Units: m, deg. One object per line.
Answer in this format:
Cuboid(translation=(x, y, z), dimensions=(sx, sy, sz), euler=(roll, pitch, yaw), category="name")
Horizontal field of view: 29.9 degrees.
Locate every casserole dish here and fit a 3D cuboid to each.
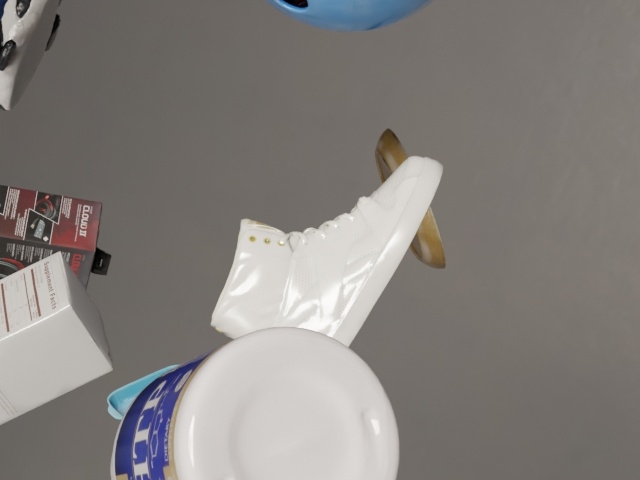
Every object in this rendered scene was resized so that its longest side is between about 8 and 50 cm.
Cuboid(translation=(-0.283, 0.280, 2.103), dimensions=(0.188, 0.037, 0.114), euler=(-23, 34, -33), category="casserole dish")

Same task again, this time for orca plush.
Cuboid(translation=(-0.407, -0.307, 1.560), dimensions=(0.102, 0.287, 0.151), euler=(29, 48, 0), category="orca plush")

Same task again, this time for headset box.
Cuboid(translation=(-0.515, 0.012, 2.103), dimensions=(0.293, 0.218, 0.110), euler=(10, 56, -14), category="headset box")

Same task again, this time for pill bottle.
Cuboid(translation=(-0.047, 0.114, 0.627), dimensions=(0.112, 0.112, 0.186), euler=(14, -19, -20), category="pill bottle")

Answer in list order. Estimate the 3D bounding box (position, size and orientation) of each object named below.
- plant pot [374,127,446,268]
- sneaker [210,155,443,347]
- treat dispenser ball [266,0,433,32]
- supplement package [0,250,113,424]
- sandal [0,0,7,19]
Cuboid(translation=(0.134, -0.060, 1.867), dimensions=(0.032, 0.236, 0.236), euler=(-23, 18, -3), category="plant pot")
Cuboid(translation=(0.000, 0.000, 1.290), dimensions=(0.169, 0.293, 0.108), euler=(32, -13, 1), category="sneaker")
Cuboid(translation=(0.031, -0.369, 1.281), dimensions=(0.288, 0.288, 0.288), euler=(18, 12, -4), category="treat dispenser ball")
Cuboid(translation=(-0.328, 0.112, 1.279), dimensions=(0.179, 0.105, 0.105), euler=(-25, 38, -2), category="supplement package")
Cuboid(translation=(-0.304, -0.337, 1.324), dimensions=(0.317, 0.138, 0.126), euler=(-22, 15, 8), category="sandal")
